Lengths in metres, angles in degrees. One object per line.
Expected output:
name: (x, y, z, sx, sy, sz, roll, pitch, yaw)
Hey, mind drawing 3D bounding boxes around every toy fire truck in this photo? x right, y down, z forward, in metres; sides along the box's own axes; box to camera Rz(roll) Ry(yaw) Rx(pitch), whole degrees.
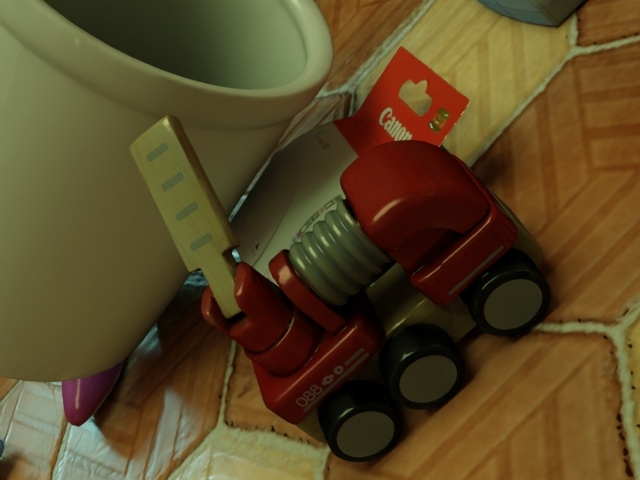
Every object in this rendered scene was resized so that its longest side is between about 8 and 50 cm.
toy fire truck: (0.000, 0.000, 0.717, 0.217, 0.246, 0.158, -43, 33, 13)

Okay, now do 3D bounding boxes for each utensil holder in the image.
utensil holder: (-0.219, -0.101, 0.951, 0.385, 0.327, 0.327, -55, 25, 36)

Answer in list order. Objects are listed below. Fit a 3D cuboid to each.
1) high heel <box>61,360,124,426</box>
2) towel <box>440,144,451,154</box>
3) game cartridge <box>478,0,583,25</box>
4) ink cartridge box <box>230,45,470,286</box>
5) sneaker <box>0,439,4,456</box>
high heel: (-0.269, 0.080, 1.101, 0.082, 0.117, 0.244, -28, 38, 32)
towel: (0.062, -0.043, 0.891, 0.119, 0.029, 0.067, -45, 32, 9)
game cartridge: (0.204, -0.316, 0.971, 0.196, 0.060, 0.294, -47, 31, 14)
ink cartridge box: (0.012, -0.057, 0.870, 0.232, 0.066, 0.189, -61, 24, 15)
sneaker: (-0.423, 0.252, 1.188, 0.082, 0.069, 0.209, -30, 9, -32)
